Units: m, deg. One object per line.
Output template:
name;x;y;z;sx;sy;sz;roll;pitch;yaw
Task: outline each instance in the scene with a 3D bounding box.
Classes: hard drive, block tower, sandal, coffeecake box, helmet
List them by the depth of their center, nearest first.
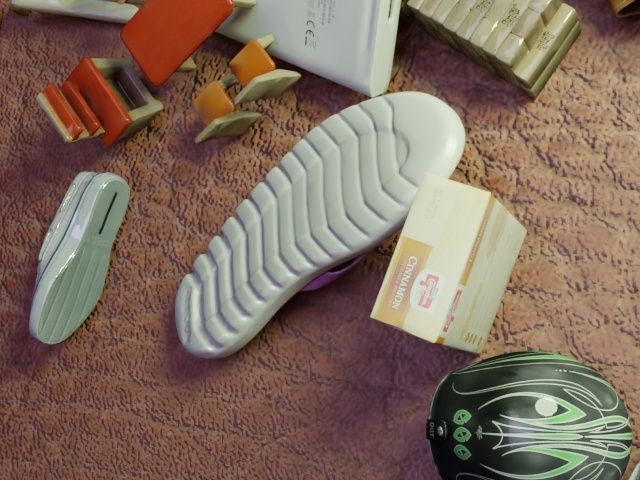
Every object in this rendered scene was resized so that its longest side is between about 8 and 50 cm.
helmet;0.201;0.180;0.827;0.162;0.169;0.169;-6;77;39
coffeecake box;0.130;0.029;0.861;0.068;0.185;0.142;20;88;25
block tower;0.118;-0.288;0.979;0.335;0.091;0.097;36;95;24
sandal;-0.004;-0.013;0.981;0.416;0.102;0.169;-37;53;26
hard drive;-0.043;-0.307;1.002;0.308;0.040;0.203;29;130;31

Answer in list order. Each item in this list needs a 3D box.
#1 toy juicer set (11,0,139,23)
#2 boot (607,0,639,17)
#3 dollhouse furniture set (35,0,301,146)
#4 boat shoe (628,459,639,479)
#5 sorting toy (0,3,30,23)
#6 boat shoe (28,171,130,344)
toy juicer set;-0.364;-0.430;1.182;0.209;0.089;0.329;-10;81;8
boot;0.277;-0.327;0.924;0.284;0.109;0.220;-14;79;12
dollhouse furniture set;-0.199;-0.220;1.029;0.259;0.135;0.262;-38;84;33
boat shoe;0.293;0.317;0.798;0.118;0.103;0.320;16;93;6
sorting toy;-0.447;-0.463;1.276;0.229;0.041;0.307;-14;75;20
boat shoe;-0.313;0.019;1.119;0.076;0.083;0.226;15;75;36
